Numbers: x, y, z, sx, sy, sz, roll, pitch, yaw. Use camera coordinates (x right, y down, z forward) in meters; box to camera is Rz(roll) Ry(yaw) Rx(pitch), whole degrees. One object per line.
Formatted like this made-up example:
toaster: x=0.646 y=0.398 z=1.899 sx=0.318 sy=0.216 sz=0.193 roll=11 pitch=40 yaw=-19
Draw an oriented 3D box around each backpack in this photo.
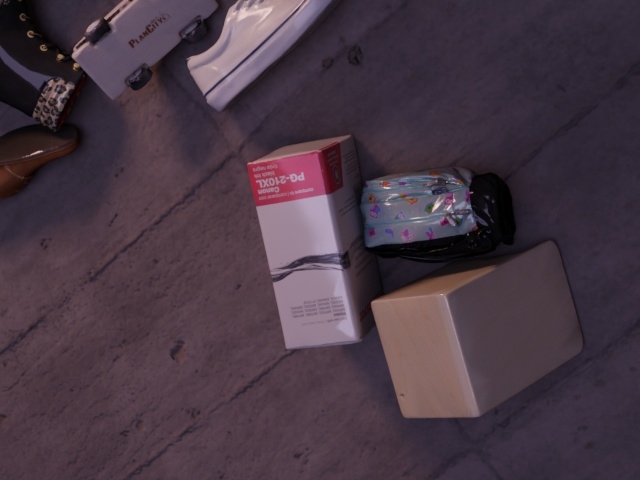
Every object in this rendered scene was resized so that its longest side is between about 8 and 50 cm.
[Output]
backpack: x=0.140 y=-0.033 z=1.575 sx=0.182 sy=0.152 sz=0.115 roll=-5 pitch=83 yaw=19

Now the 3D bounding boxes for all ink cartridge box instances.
ink cartridge box: x=0.000 y=0.000 z=1.590 sx=0.100 sy=0.172 sz=0.237 roll=-9 pitch=99 yaw=16

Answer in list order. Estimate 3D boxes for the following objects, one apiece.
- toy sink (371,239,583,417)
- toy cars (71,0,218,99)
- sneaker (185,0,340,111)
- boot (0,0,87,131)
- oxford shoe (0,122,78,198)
toy sink: x=0.193 y=0.106 z=1.569 sx=0.131 sy=0.234 sz=0.153 roll=-9 pitch=101 yaw=46
toy cars: x=-0.211 y=-0.373 z=1.614 sx=0.176 sy=0.087 sz=0.394 roll=5 pitch=107 yaw=-24
sneaker: x=-0.069 y=-0.271 z=1.595 sx=0.258 sy=0.094 sz=0.091 roll=-40 pitch=94 yaw=19
boot: x=-0.379 y=-0.278 z=1.687 sx=0.178 sy=0.085 sz=0.236 roll=27 pitch=98 yaw=-2
oxford shoe: x=-0.417 y=-0.101 z=1.744 sx=0.212 sy=0.076 sz=0.076 roll=-18 pitch=126 yaw=14
